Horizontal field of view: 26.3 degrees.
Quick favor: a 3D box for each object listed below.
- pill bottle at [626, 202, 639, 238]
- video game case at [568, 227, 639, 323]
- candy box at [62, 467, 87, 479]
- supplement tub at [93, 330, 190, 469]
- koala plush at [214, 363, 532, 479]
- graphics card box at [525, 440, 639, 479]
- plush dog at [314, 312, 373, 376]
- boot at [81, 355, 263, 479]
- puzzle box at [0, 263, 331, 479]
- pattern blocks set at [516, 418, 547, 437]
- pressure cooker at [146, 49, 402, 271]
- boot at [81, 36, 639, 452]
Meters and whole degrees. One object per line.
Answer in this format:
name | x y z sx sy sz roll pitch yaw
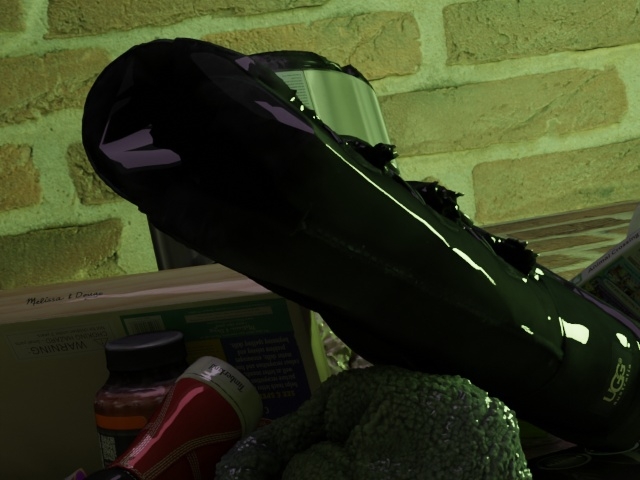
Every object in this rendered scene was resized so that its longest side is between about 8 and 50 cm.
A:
pill bottle | 0.436 0.030 1.436 0.210 0.210 0.363 -5 -9 23
video game case | 0.330 0.080 1.241 0.193 0.212 0.023 -41 19 27
candy box | -0.184 0.246 1.006 0.053 0.109 0.187 -33 2 5
supplement tub | -0.140 0.182 1.200 0.106 0.198 0.106 -7 7 1
koala plush | 0.027 0.203 0.825 0.203 0.196 0.221 -48 8 35
graphics card box | 0.262 0.215 0.909 0.232 0.094 0.371 -11 6 -25
plush dog | 0.034 0.145 1.504 0.225 0.211 0.262 22 17 14
boot | -0.134 0.211 0.989 0.088 0.244 0.176 33 51 15
puzzle box | -0.190 0.150 1.320 0.409 0.272 0.052 -6 40 9
pattern blocks set | 0.327 0.173 1.482 0.285 0.026 0.325 -10 7 -16
pressure cooker | -0.054 -0.001 1.883 0.370 0.420 0.375 -26 -24 24
boot | 0.002 0.000 0.985 0.445 0.146 0.367 25 -5 -43
